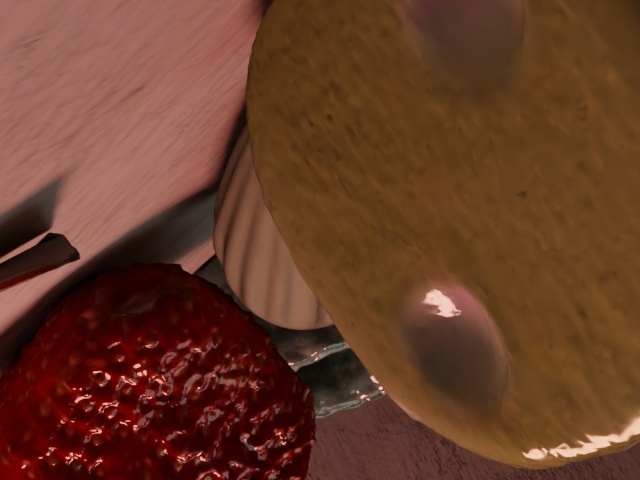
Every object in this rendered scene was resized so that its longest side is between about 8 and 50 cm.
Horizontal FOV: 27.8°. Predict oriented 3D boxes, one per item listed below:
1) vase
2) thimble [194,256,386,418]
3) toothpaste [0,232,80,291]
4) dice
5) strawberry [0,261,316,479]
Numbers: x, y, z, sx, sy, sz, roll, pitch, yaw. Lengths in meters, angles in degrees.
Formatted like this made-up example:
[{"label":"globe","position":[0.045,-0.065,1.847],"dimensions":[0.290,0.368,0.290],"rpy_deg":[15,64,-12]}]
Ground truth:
[{"label":"vase","position":[-0.006,-0.025,0.795],"dimensions":[0.128,0.128,0.248],"rpy_deg":[-34,166,-11]},{"label":"thimble","position":[0.004,0.071,1.224],"dimensions":[0.235,0.143,0.198],"rpy_deg":[-15,154,-18]},{"label":"toothpaste","position":[-0.247,0.083,0.622],"dimensions":[0.301,0.048,0.075],"rpy_deg":[-36,171,-16]},{"label":"dice","position":[0.135,-0.062,0.580],"dimensions":[0.252,0.254,0.250],"rpy_deg":[-29,172,-40]},{"label":"strawberry","position":[-0.134,0.151,0.954],"dimensions":[0.261,0.261,0.257],"rpy_deg":[-34,-179,-14]}]
